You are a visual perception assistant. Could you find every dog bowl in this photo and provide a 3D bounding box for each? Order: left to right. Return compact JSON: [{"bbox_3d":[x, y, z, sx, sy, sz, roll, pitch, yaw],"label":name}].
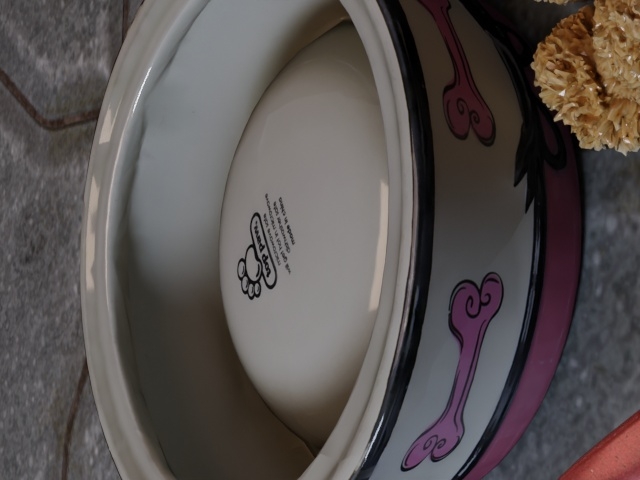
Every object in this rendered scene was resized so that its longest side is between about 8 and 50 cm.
[{"bbox_3d":[0.000,0.000,1.082,0.408,0.150,0.408,-8,81,56],"label":"dog bowl"}]

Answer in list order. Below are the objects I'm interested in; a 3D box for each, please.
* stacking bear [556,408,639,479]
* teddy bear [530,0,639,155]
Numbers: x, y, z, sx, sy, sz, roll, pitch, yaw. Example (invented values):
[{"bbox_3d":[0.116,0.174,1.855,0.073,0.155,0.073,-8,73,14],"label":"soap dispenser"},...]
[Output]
[{"bbox_3d":[0.237,0.192,0.700,0.289,0.175,0.164,60,142,28],"label":"stacking bear"},{"bbox_3d":[0.199,-0.160,0.830,0.338,0.113,0.245,4,92,57],"label":"teddy bear"}]
